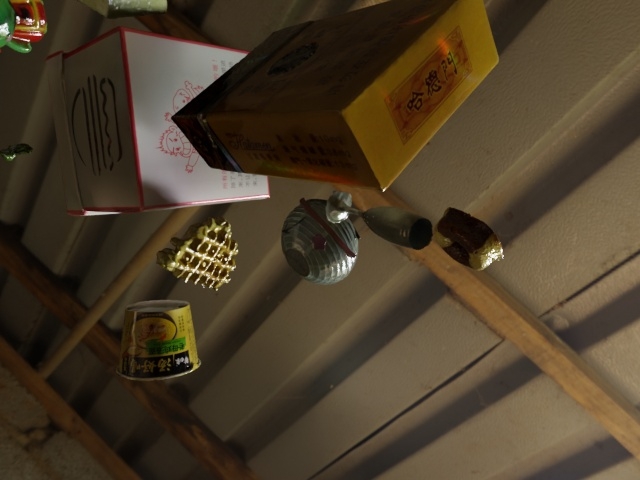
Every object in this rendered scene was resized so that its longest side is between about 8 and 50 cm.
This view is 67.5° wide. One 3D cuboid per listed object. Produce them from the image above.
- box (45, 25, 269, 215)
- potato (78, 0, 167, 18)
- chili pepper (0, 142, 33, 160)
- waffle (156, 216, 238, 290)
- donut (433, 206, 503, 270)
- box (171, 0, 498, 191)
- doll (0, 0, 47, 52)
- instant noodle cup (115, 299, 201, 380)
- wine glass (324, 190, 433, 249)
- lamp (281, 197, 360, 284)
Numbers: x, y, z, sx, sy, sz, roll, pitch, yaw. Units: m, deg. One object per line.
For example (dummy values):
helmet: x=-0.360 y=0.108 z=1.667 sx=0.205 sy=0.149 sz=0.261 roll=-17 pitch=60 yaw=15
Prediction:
box: x=-0.314 y=-0.217 z=0.959 sx=0.300 sy=0.312 sz=0.314 roll=3 pitch=-80 yaw=40
potato: x=-0.341 y=-0.435 z=0.795 sx=0.120 sy=0.149 sz=0.081 roll=33 pitch=-54 yaw=7
chili pepper: x=-0.604 y=-0.176 z=0.943 sx=0.091 sy=0.034 sz=0.030 roll=-3 pitch=-111 yaw=34
waffle: x=-0.206 y=0.040 z=0.834 sx=0.046 sy=0.160 sz=0.192 roll=30 pitch=-39 yaw=19
donut: x=0.278 y=0.001 z=0.910 sx=0.059 sy=0.140 sz=0.140 roll=-43 pitch=-91 yaw=-9
box: x=-0.009 y=-0.209 z=0.678 sx=0.415 sy=0.264 sz=0.116 roll=18 pitch=-30 yaw=49
doll: x=-0.790 y=-0.510 z=1.071 sx=0.160 sy=0.363 sz=0.182 roll=11 pitch=-63 yaw=8
instant noodle cup: x=-0.301 y=0.179 z=0.886 sx=0.151 sy=0.151 sz=0.122 roll=1 pitch=-83 yaw=24
wine glass: x=0.090 y=-0.034 z=0.784 sx=0.198 sy=0.066 sz=0.066 roll=25 pitch=-57 yaw=49
lamp: x=0.000 y=0.000 z=1.439 sx=0.233 sy=0.233 sz=0.265 roll=-38 pitch=-83 yaw=31
